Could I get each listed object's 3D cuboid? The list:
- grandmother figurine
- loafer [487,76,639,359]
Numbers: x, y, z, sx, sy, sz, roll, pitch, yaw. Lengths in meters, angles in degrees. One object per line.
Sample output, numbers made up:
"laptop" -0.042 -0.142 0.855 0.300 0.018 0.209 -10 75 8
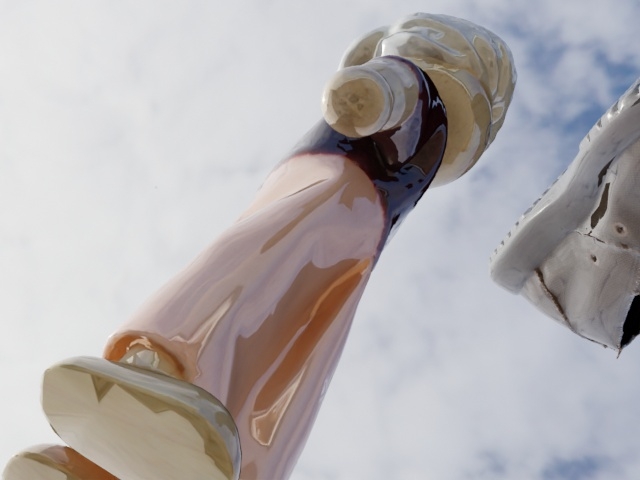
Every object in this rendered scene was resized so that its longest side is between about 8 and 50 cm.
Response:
"grandmother figurine" 0.000 0.000 0.569 0.104 0.208 0.342 41 -135 -2
"loafer" 0.224 -0.035 0.777 0.130 0.366 0.134 42 -113 7
